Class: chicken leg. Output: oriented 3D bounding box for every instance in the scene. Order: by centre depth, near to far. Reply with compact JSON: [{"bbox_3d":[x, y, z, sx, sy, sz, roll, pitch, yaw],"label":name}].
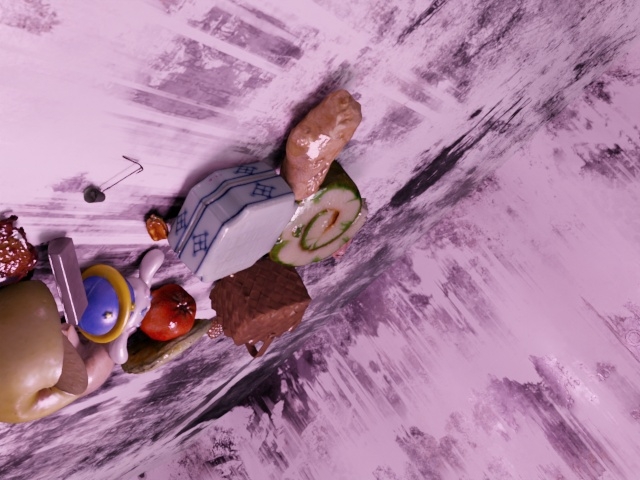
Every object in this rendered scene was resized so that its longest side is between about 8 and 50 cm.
[{"bbox_3d":[-0.635,0.024,1.136,0.177,0.083,0.322,-52,160,16],"label":"chicken leg"}]

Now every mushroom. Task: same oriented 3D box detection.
[{"bbox_3d":[-0.647,0.301,1.646,0.204,0.204,0.204,-33,162,-12],"label":"mushroom"}]

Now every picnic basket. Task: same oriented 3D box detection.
[{"bbox_3d":[-0.211,0.219,2.094,0.291,0.254,0.321,-14,152,-35],"label":"picnic basket"}]

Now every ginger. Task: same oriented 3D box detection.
[{"bbox_3d":[-0.017,-0.227,1.575,0.190,0.126,0.354,-29,160,-38],"label":"ginger"}]

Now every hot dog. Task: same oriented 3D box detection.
[{"bbox_3d":[-0.391,-0.031,1.509,0.049,0.037,0.122,-18,159,-13],"label":"hot dog"}]

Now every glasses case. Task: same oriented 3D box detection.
[{"bbox_3d":[-0.541,0.087,1.348,0.042,0.072,0.191,-1,124,-4],"label":"glasses case"}]

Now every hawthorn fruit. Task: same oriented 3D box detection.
[{"bbox_3d":[-0.461,0.214,1.824,0.194,0.157,0.157,-18,168,20],"label":"hawthorn fruit"}]

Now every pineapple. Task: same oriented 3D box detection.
[{"bbox_3d":[-0.354,0.295,2.325,0.159,0.074,0.074,-36,162,-13],"label":"pineapple"}]

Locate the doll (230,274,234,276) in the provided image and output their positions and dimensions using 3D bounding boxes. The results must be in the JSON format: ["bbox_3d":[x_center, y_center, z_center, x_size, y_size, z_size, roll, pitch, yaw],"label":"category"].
[{"bbox_3d":[-0.286,0.061,1.859,0.089,0.102,0.179,3,178,19],"label":"doll"}]

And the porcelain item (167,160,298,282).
[{"bbox_3d":[-0.219,-0.050,1.562,0.286,0.157,0.281,-23,156,-49],"label":"porcelain item"}]

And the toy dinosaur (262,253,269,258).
[{"bbox_3d":[-0.171,0.040,2.112,0.060,0.029,0.120,-18,158,-3],"label":"toy dinosaur"}]

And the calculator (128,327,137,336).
[{"bbox_3d":[-0.597,0.262,1.843,0.100,0.032,0.175,-33,161,-13],"label":"calculator"}]

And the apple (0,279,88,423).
[{"bbox_3d":[-0.649,0.244,1.344,0.233,0.258,0.295,-27,156,-25],"label":"apple"}]

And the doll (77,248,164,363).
[{"bbox_3d":[-0.524,0.178,1.561,0.242,0.159,0.311,-62,168,-72],"label":"doll"}]

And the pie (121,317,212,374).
[{"bbox_3d":[-0.479,0.317,1.963,0.323,0.070,0.323,-25,-171,4],"label":"pie"}]

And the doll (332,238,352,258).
[{"bbox_3d":[0.000,0.000,2.132,0.303,0.156,0.201,-16,154,-38],"label":"doll"}]

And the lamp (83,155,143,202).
[{"bbox_3d":[-0.414,-0.114,1.265,0.121,0.041,0.054,-37,170,8],"label":"lamp"}]

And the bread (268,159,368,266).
[{"bbox_3d":[-0.008,-0.076,1.874,0.382,0.129,0.366,-16,146,-35],"label":"bread"}]
